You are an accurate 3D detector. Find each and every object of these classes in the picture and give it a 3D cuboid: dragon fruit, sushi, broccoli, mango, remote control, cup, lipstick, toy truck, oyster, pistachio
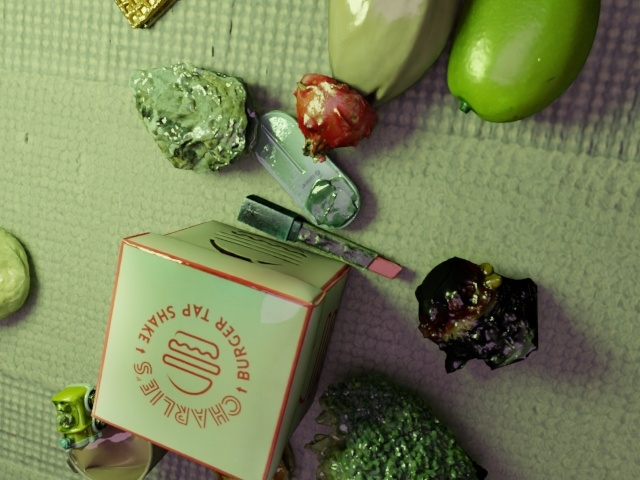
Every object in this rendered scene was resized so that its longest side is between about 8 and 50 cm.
[{"bbox_3d":[0.009,-0.187,0.892,0.153,0.153,0.111,25,82,10],"label":"dragon fruit"},{"bbox_3d":[0.237,0.111,0.902,0.150,0.153,0.172,44,130,-17],"label":"sushi"},{"bbox_3d":[0.129,0.431,0.938,0.338,0.277,0.318,18,124,20],"label":"broccoli"},{"bbox_3d":[0.308,-0.340,0.795,0.192,0.156,0.343,19,103,9],"label":"mango"},{"bbox_3d":[-0.025,-0.126,0.980,0.104,0.052,0.247,-41,88,19],"label":"remote control"},{"bbox_3d":[-0.385,0.365,1.091,0.252,0.200,0.192,-39,88,17],"label":"cup"},{"bbox_3d":[0.000,0.000,0.999,0.312,0.051,0.051,24,104,8],"label":"lipstick"},{"bbox_3d":[-0.422,0.309,0.945,0.076,0.077,0.111,-7,98,17],"label":"toy truck"},{"bbox_3d":[-0.235,-0.220,0.985,0.267,0.112,0.199,5,95,26],"label":"oyster"},{"bbox_3d":[0.102,-0.357,0.833,0.226,0.207,0.332,49,134,48],"label":"pistachio"}]

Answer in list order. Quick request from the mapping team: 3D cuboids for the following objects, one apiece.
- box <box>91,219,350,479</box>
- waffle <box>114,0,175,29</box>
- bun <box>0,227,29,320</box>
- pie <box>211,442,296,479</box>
[{"bbox_3d":[-0.150,0.159,0.937,0.314,0.300,0.313,18,104,12],"label":"box"},{"bbox_3d":[-0.308,-0.468,0.998,0.148,0.042,0.103,-34,92,18],"label":"waffle"},{"bbox_3d":[-0.731,0.077,1.167,0.220,0.134,0.221,2,98,11],"label":"bun"},{"bbox_3d":[-0.150,0.443,1.103,0.178,0.084,0.205,-35,93,18],"label":"pie"}]
